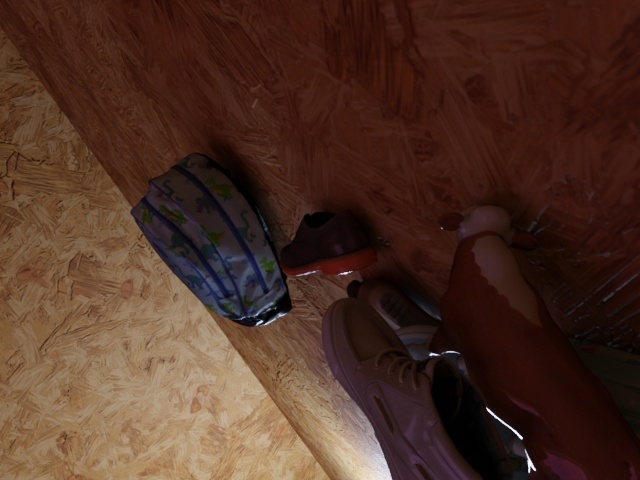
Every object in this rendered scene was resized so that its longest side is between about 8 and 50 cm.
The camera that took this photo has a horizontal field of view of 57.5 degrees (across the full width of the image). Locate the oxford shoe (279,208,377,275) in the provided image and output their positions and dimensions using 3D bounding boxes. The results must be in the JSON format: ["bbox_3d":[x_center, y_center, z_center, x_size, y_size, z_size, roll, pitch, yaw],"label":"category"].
[{"bbox_3d":[0.000,0.000,0.950,0.271,0.097,0.098,-9,100,61],"label":"oxford shoe"}]

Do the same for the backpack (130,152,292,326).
[{"bbox_3d":[-0.221,-0.006,1.196,0.290,0.273,0.356,44,148,34],"label":"backpack"}]

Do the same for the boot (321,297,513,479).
[{"bbox_3d":[0.091,0.137,0.564,0.258,0.095,0.123,60,143,30],"label":"boot"}]

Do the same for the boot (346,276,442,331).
[{"bbox_3d":[0.148,0.155,0.934,0.248,0.090,0.207,49,173,-4],"label":"boot"}]

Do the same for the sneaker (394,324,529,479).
[{"bbox_3d":[0.197,0.258,0.727,0.319,0.208,0.127,39,122,-11],"label":"sneaker"}]

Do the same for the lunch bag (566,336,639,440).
[{"bbox_3d":[0.327,0.213,0.580,0.224,0.108,0.279,57,159,-18],"label":"lunch bag"}]

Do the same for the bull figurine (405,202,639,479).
[{"bbox_3d":[0.178,0.113,0.566,0.188,0.101,0.310,109,147,-48],"label":"bull figurine"}]

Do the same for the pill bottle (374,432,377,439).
[{"bbox_3d":[0.178,0.528,1.527,0.043,0.043,0.083,14,139,58],"label":"pill bottle"}]
